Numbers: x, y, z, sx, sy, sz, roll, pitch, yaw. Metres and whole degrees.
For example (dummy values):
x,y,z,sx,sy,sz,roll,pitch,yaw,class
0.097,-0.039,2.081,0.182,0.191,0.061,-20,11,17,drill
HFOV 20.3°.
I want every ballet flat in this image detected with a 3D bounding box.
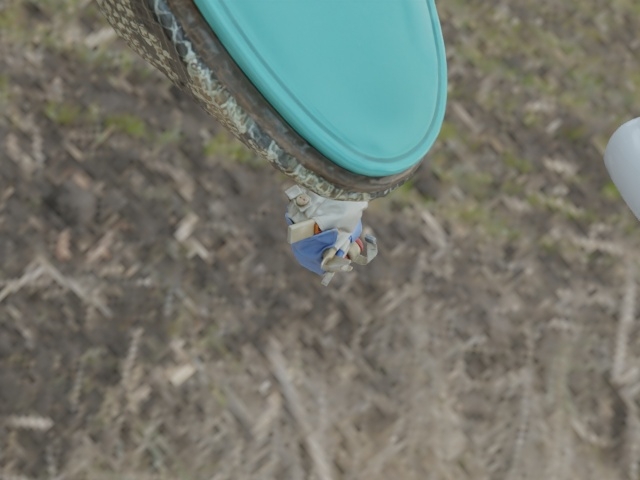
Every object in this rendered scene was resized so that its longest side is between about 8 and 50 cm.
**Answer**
x,y,z,sx,sy,sz,roll,pitch,yaw,class
-0.100,-0.234,0.821,0.164,0.182,0.483,-42,115,-35,ballet flat

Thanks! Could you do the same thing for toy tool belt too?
x,y,z,sx,sy,sz,roll,pitch,yaw,class
0.000,0.000,1.056,0.052,0.083,0.051,24,64,24,toy tool belt

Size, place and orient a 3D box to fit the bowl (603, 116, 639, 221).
x,y,z,sx,sy,sz,roll,pitch,yaw,class
0.322,-0.064,1.504,0.142,0.053,0.142,-11,44,-14,bowl
